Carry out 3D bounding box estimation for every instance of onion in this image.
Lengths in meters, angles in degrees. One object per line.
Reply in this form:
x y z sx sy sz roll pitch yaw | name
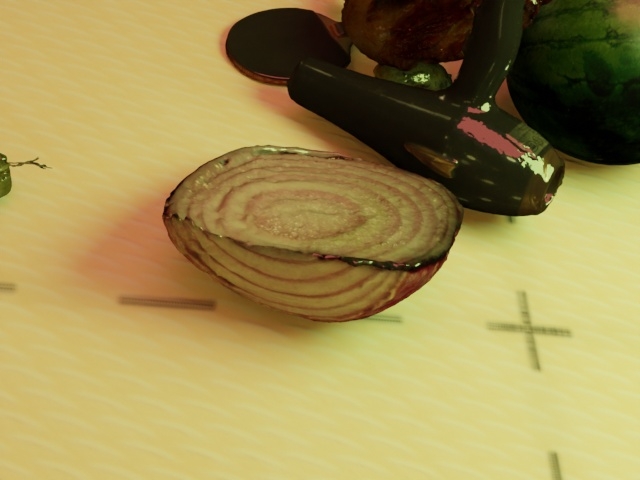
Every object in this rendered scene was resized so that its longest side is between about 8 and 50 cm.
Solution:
0.000 0.000 0.959 0.250 0.111 0.247 13 25 13 | onion

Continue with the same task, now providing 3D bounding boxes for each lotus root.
0.108 -0.186 1.175 0.099 0.049 0.054 0 48 -15 | lotus root

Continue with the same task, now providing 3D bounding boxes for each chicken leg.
0.114 -0.269 1.128 0.323 0.083 0.177 -3 49 38 | chicken leg

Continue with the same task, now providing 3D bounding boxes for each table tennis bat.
-0.006 -0.238 1.216 0.221 0.019 0.130 -17 55 -24 | table tennis bat

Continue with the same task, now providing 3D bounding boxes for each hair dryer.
0.137 -0.212 1.007 0.304 0.359 0.120 31 33 20 | hair dryer

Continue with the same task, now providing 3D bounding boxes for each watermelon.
0.322 -0.199 1.110 0.243 0.242 0.242 6 48 -7 | watermelon

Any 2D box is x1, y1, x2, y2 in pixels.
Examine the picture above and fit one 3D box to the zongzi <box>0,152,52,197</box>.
-0.329 -0.041 0.934 0.154 0.062 0.130 9 31 -14 | zongzi
